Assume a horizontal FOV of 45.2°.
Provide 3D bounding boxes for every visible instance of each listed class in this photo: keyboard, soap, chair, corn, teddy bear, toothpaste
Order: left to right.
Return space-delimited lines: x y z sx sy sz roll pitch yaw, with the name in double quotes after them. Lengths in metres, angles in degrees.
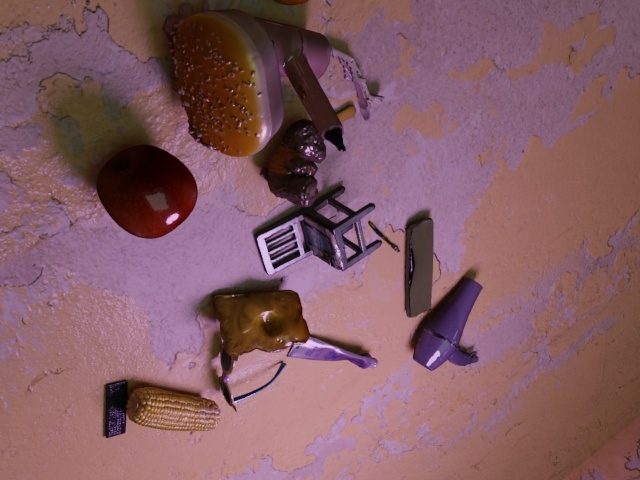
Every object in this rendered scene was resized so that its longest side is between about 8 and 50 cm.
-0.482 0.399 1.817 0.053 0.010 0.155 -10 120 -35 "keyboard"
-0.356 0.414 1.865 0.244 0.093 0.093 24 99 -43 "corn"
-0.051 -0.181 1.747 0.177 0.140 0.190 11 102 -85 "teddy bear"
0.000 0.000 1.868 0.270 0.147 0.136 -31 130 -22 "chair"
0.043 0.318 2.150 0.301 0.048 0.075 19 130 -36 "toothpaste"
0.048 -0.294 1.827 0.089 0.012 0.034 -30 129 -21 "soap"

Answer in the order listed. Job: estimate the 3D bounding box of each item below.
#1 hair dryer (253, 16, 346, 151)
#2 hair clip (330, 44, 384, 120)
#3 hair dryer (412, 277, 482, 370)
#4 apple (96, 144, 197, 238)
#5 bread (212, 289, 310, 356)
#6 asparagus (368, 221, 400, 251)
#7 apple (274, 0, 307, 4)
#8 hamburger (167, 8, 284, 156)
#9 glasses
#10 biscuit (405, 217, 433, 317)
-0.034 -0.307 1.542 0.189 0.344 0.107 2 138 -40 "hair dryer"
0.083 -0.382 1.790 0.072 0.034 0.226 -46 132 -11 "hair clip"
0.439 0.305 2.431 0.301 0.121 0.361 -55 144 -10 "hair dryer"
-0.341 -0.099 1.529 0.181 0.181 0.168 -40 127 -13 "apple"
-0.147 0.202 1.875 0.233 0.160 0.088 -4 162 -24 "bread"
0.173 -0.007 2.087 0.016 0.013 0.166 -43 133 5 "asparagus"
-0.060 -0.523 1.551 0.114 0.102 0.099 17 102 -43 "apple"
-0.184 -0.302 1.501 0.151 0.227 0.295 -33 130 -39 "hamburger"
-0.178 0.309 1.983 0.220 0.088 0.189 -28 131 -48 "glasses"
0.280 0.080 2.201 0.099 0.038 0.322 -24 126 -29 "biscuit"
